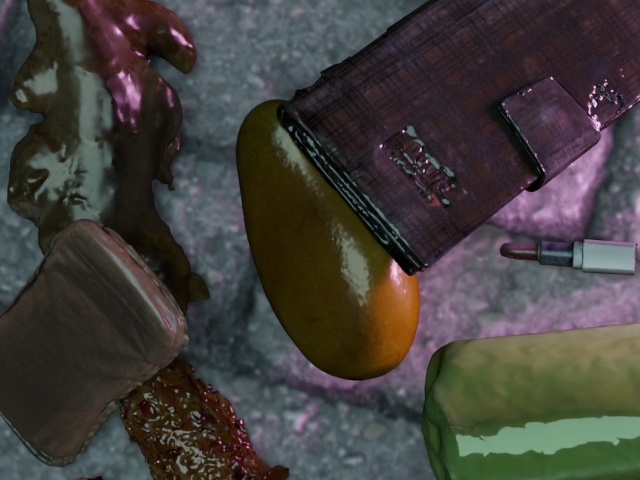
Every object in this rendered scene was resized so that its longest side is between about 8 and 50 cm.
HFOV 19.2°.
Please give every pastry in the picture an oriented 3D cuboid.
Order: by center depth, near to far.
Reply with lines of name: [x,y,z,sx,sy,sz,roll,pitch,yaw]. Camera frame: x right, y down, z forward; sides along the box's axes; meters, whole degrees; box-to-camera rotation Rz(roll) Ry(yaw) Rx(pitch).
pastry: [-0.095,0.167,1.478,0.087,0.063,0.169,-42,84,-2]

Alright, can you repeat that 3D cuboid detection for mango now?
mango: [0.000,0.000,1.447,0.099,0.136,0.227,-25,89,-33]

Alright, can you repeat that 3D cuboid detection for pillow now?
pillow: [-0.193,0.081,1.462,0.135,0.034,0.211,51,124,5]

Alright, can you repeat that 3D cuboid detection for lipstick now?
lipstick: [0.195,0.012,1.486,0.107,0.025,0.025,3,87,10]

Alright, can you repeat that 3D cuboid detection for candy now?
candy: [0.246,0.122,1.421,0.343,0.142,0.132,-8,73,3]

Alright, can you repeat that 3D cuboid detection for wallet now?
wallet: [0.137,-0.123,1.435,0.317,0.044,0.169,-36,82,-21]

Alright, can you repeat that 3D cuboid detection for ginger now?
ginger: [-0.171,-0.091,1.488,0.166,0.080,0.333,-8,86,-24]

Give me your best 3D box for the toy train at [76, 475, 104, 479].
toy train: [-0.218,0.275,1.481,0.176,0.074,0.118,-33,75,6]
